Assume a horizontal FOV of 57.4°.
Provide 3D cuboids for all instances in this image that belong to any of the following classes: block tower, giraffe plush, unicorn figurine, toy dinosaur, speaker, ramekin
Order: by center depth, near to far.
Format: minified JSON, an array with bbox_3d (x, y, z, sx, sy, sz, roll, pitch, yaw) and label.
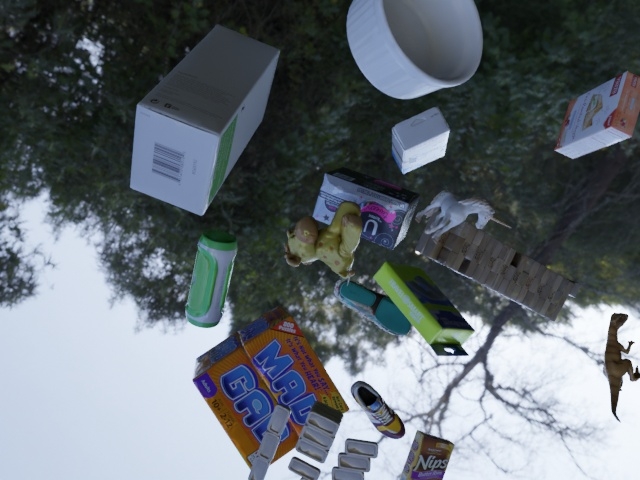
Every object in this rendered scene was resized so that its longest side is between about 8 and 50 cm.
[{"bbox_3d":[0.505,0.229,1.004,0.112,0.064,0.211,37,-127,-32],"label":"toy dinosaur"},{"bbox_3d":[0.228,-0.045,1.005,0.060,0.111,0.162,40,-166,-38],"label":"unicorn figurine"},{"bbox_3d":[0.350,0.056,1.145,0.335,0.097,0.091,24,-176,-23],"label":"block tower"},{"bbox_3d":[0.185,-0.424,1.184,0.277,0.135,0.277,8,-104,-33],"label":"ramekin"},{"bbox_3d":[0.000,0.000,1.427,0.170,0.210,0.181,7,-175,-5],"label":"giraffe plush"},{"bbox_3d":[-0.346,0.123,1.851,0.131,0.296,0.131,13,-162,-4],"label":"speaker"}]

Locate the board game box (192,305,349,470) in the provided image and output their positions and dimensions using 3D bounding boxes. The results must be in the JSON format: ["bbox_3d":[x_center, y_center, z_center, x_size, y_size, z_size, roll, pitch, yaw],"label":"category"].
[{"bbox_3d":[-0.177,0.473,1.951,0.356,0.356,0.356,58,171,-5],"label":"board game box"}]

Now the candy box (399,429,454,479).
[{"bbox_3d":[0.303,0.658,1.694,0.109,0.186,0.053,20,175,-13],"label":"candy box"}]

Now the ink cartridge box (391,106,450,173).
[{"bbox_3d":[0.278,-0.277,1.643,0.190,0.140,0.082,60,-174,-76],"label":"ink cartridge box"}]

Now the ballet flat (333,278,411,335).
[{"bbox_3d":[0.139,0.175,1.580,0.241,0.091,0.077,36,168,-9],"label":"ballet flat"}]

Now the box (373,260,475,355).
[{"bbox_3d":[0.177,0.112,0.968,0.109,0.042,0.178,12,-148,-47],"label":"box"}]

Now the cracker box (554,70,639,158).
[{"bbox_3d":[0.720,-0.318,1.515,0.067,0.155,0.232,23,170,-9],"label":"cracker box"}]

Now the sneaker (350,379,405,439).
[{"bbox_3d":[0.147,0.438,1.499,0.185,0.069,0.084,44,171,8],"label":"sneaker"}]

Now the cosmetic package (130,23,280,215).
[{"bbox_3d":[-0.217,-0.248,1.140,0.155,0.197,0.365,22,-137,0],"label":"cosmetic package"}]

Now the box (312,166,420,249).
[{"bbox_3d":[0.127,-0.093,1.631,0.247,0.142,0.163,21,-160,15],"label":"box"}]

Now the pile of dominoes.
[{"bbox_3d":[-0.020,0.415,1.057,0.196,0.251,0.040,23,-162,9],"label":"pile of dominoes"}]
